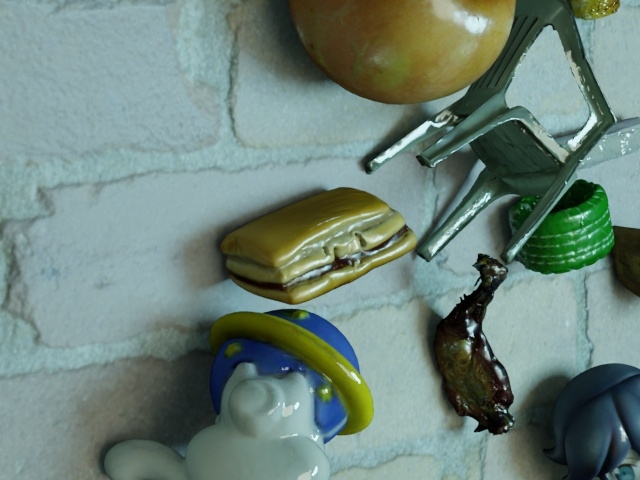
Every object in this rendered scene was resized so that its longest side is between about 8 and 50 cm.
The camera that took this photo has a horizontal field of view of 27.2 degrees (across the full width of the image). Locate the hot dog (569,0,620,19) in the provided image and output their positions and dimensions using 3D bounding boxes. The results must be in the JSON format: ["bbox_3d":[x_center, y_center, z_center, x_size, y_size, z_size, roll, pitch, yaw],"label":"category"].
[{"bbox_3d":[0.330,-0.419,1.669,0.083,0.068,0.289,-25,111,-27],"label":"hot dog"}]

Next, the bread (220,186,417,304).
[{"bbox_3d":[0.000,0.000,1.410,0.200,0.116,0.077,-24,114,-35],"label":"bread"}]

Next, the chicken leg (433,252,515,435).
[{"bbox_3d":[0.185,0.124,1.576,0.051,0.106,0.253,-34,129,-39],"label":"chicken leg"}]

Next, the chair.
[{"bbox_3d":[0.202,-0.130,1.512,0.275,0.203,0.190,-44,108,-21],"label":"chair"}]

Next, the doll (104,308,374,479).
[{"bbox_3d":[-0.024,0.181,1.297,0.242,0.311,0.159,-40,145,-42],"label":"doll"}]

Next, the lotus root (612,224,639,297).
[{"bbox_3d":[0.459,0.039,1.780,0.159,0.135,0.095,33,75,-50],"label":"lotus root"}]

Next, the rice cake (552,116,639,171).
[{"bbox_3d":[0.337,-0.118,1.712,0.270,0.055,0.049,-16,105,-36],"label":"rice cake"}]

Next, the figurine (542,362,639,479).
[{"bbox_3d":[0.395,0.283,1.712,0.175,0.197,0.265,-31,130,-34],"label":"figurine"}]

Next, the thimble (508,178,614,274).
[{"bbox_3d":[0.302,-0.017,1.656,0.130,0.118,0.090,-17,111,-9],"label":"thimble"}]

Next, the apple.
[{"bbox_3d":[0.094,-0.270,1.390,0.253,0.253,0.253,-5,97,-39],"label":"apple"}]
